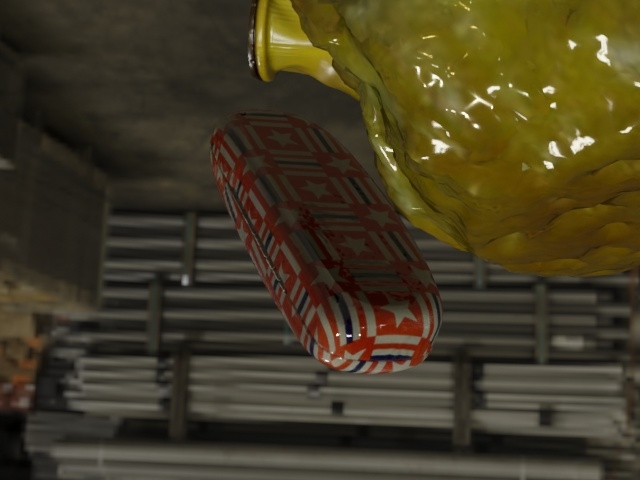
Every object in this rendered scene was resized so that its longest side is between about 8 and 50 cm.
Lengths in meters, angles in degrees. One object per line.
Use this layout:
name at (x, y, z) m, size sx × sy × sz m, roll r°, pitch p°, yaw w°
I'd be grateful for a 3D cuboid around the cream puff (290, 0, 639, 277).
cream puff at (0.111, -0.082, 0.394) m, size 0.244 × 0.196 × 0.244 m, roll -32°, pitch 159°, yaw -13°

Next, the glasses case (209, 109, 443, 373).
glasses case at (0.000, 0.000, 0.673) m, size 0.073 × 0.049 × 0.194 m, roll 2°, pitch -146°, yaw -25°

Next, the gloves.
gloves at (0.088, -0.194, 1.299) m, size 0.295 × 0.116 × 0.133 m, roll 9°, pitch 139°, yaw 10°
